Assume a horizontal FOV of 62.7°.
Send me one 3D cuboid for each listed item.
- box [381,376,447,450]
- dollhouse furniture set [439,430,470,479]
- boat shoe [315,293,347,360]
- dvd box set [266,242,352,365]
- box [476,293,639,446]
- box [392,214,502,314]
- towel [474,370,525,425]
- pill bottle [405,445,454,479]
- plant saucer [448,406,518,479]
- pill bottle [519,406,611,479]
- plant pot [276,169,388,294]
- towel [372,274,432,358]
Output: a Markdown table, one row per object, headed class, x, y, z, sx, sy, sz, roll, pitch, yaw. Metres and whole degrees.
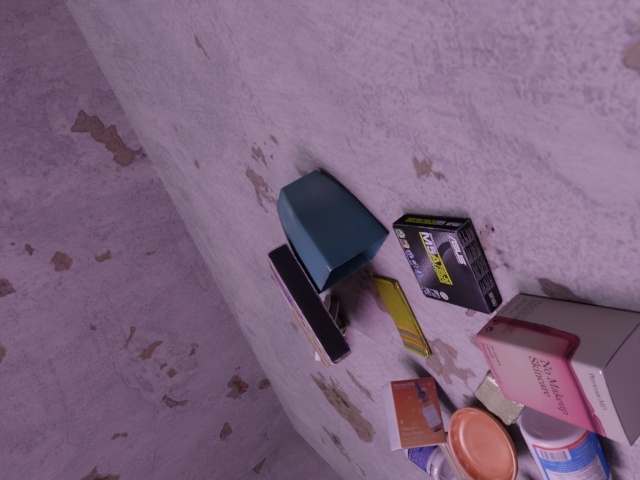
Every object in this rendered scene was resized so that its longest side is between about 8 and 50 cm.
| class | x | y | z | sx | sy | sz | roll | pitch | yaw |
| --- | --- | --- | --- | --- | --- | --- | --- | --- | --- |
| box | 0.247 | 0.465 | 1.410 | 0.091 | 0.129 | 0.171 | 112 | 153 | -64 |
| dollhouse furniture set | 0.464 | 0.601 | 1.358 | 0.302 | 0.151 | 0.198 | 63 | 141 | 25 |
| boat shoe | 0.040 | 0.288 | 1.704 | 0.091 | 0.109 | 0.305 | 9 | 133 | 2 |
| dvd box set | -0.032 | 0.193 | 1.407 | 0.308 | 0.062 | 0.420 | 58 | 171 | 12 |
| box | 0.392 | 0.192 | 0.833 | 0.232 | 0.126 | 0.149 | 5 | 127 | 62 |
| box | 0.242 | 0.042 | 1.021 | 0.184 | 0.045 | 0.191 | 15 | 136 | 60 |
| towel | 0.401 | 0.356 | 1.177 | 0.110 | 0.027 | 0.148 | 41 | 154 | 26 |
| pill bottle | 0.329 | 0.651 | 1.627 | 0.186 | 0.112 | 0.112 | 21 | 141 | 52 |
| plant saucer | 0.394 | 0.497 | 1.266 | 0.200 | 0.037 | 0.200 | 21 | 116 | 53 |
| pill bottle | 0.473 | 0.416 | 0.998 | 0.124 | 0.124 | 0.222 | 8 | 130 | 60 |
| plant pot | 0.007 | -0.032 | 1.234 | 0.234 | 0.165 | 0.166 | 53 | 158 | 15 |
| towel | 0.205 | 0.195 | 1.340 | 0.102 | 0.021 | 0.237 | 9 | 131 | 58 |
